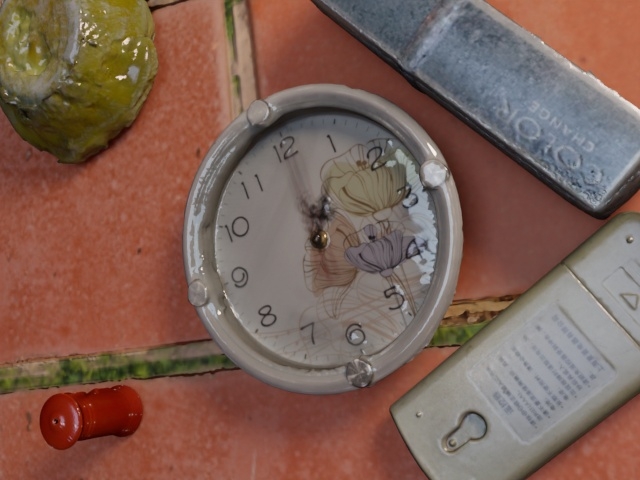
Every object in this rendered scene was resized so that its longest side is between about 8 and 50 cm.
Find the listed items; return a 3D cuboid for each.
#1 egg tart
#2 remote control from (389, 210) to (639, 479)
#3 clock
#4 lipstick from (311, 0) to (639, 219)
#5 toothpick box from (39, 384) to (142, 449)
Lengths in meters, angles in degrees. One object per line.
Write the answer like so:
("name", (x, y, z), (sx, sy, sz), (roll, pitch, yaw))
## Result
("egg tart", (-0.243, -0.175, 0.701), (0.197, 0.078, 0.197), (-3, 83, 26))
("remote control", (0.157, 0.086, 0.520), (0.233, 0.038, 0.098), (-44, 70, 16))
("clock", (0.000, 0.000, 0.589), (0.236, 0.053, 0.237), (-2, 86, 26))
("lipstick", (0.107, -0.127, 0.538), (0.289, 0.076, 0.077), (43, 102, 21))
("toothpick box", (-0.196, 0.149, 0.648), (0.047, 0.083, 0.047), (-3, 83, 24))
